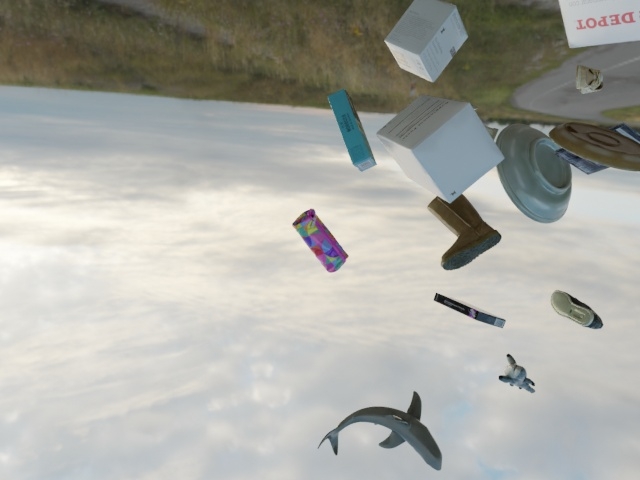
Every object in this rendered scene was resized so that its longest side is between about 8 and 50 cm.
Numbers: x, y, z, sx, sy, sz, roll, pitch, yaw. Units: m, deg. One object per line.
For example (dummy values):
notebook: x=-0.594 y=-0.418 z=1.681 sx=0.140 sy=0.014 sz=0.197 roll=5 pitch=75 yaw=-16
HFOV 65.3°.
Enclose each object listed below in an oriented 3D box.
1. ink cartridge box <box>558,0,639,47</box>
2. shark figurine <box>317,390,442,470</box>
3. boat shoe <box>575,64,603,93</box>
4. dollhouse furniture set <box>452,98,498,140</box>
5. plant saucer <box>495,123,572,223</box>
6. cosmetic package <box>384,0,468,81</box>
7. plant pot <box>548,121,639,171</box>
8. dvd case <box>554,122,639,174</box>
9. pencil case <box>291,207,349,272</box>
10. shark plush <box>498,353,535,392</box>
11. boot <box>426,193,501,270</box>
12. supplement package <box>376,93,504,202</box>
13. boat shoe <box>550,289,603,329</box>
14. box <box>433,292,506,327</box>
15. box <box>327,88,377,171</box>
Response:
ink cartridge box: x=0.466 y=-0.493 z=0.684 sx=0.166 sy=0.394 sz=0.285 roll=-34 pitch=-155 yaw=-11
shark figurine: x=0.141 y=0.417 z=1.131 sx=0.279 sy=0.166 sz=0.116 roll=5 pitch=162 yaw=6
boat shoe: x=0.720 y=-0.432 z=1.330 sx=0.059 sy=0.062 sz=0.170 roll=6 pitch=-172 yaw=35
dollhouse furniture set: x=0.518 y=-0.383 z=1.808 sx=0.161 sy=0.212 sz=0.242 roll=20 pitch=-164 yaw=0
plant saucer: x=0.815 y=-0.264 z=1.838 sx=0.401 sy=0.400 sz=0.101 roll=-6 pitch=167 yaw=-32
cosmetic package: x=0.333 y=-0.635 z=1.569 sx=0.151 sy=0.183 sz=0.151 roll=40 pitch=-175 yaw=34
plant pot: x=0.667 y=-0.231 z=1.185 sx=0.237 sy=0.032 sz=0.236 roll=8 pitch=-148 yaw=-5
dvd case: x=0.856 y=-0.271 z=1.506 sx=0.165 sy=0.018 sz=0.221 roll=23 pitch=159 yaw=-22
pencil case: x=0.000 y=0.000 z=1.722 sx=0.104 sy=0.236 sz=0.104 roll=-34 pitch=-163 yaw=12
shark plush: x=0.517 y=0.365 z=1.285 sx=0.067 sy=0.161 sz=0.073 roll=5 pitch=-133 yaw=46
boot: x=0.454 y=-0.041 z=1.730 sx=0.236 sy=0.089 sz=0.269 roll=-26 pitch=-132 yaw=-8
supplement package: x=0.298 y=-0.248 z=1.295 sx=0.175 sy=0.177 sz=0.293 roll=-40 pitch=-157 yaw=4
boat shoe: x=0.928 y=0.254 z=1.823 sx=0.079 sy=0.084 sz=0.233 roll=18 pitch=-166 yaw=-16
box: x=0.403 y=0.189 z=1.360 sx=0.116 sy=0.029 sz=0.162 roll=19 pitch=-176 yaw=-32
box: x=0.101 y=-0.345 z=1.572 sx=0.060 sy=0.244 sz=0.100 roll=-22 pitch=167 yaw=16
